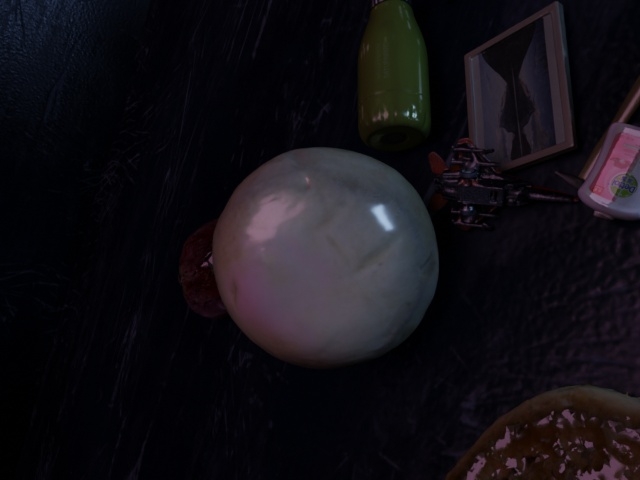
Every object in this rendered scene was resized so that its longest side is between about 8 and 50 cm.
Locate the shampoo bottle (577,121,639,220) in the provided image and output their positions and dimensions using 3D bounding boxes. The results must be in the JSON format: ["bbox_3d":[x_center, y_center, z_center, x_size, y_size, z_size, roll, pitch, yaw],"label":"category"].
[{"bbox_3d":[0.323,-0.068,0.560,0.072,0.043,0.099,31,104,30],"label":"shampoo bottle"}]

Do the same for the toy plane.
[{"bbox_3d":[0.222,-0.062,0.667,0.189,0.061,0.130,18,123,42],"label":"toy plane"}]

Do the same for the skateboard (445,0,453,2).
[{"bbox_3d":[0.220,-0.452,0.806,0.080,0.067,0.152,2,77,42],"label":"skateboard"}]

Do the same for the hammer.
[{"bbox_3d":[0.341,-0.146,0.593,0.062,0.013,0.199,45,114,48],"label":"hammer"}]

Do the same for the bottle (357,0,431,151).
[{"bbox_3d":[0.114,-0.277,0.834,0.112,0.112,0.260,-17,66,47],"label":"bottle"}]

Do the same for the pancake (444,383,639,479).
[{"bbox_3d":[0.240,0.307,0.489,0.356,0.065,0.356,-33,40,33],"label":"pancake"}]

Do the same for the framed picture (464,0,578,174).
[{"bbox_3d":[0.257,-0.190,0.698,0.150,0.015,0.203,-18,65,52],"label":"framed picture"}]

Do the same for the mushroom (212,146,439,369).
[{"bbox_3d":[-0.005,-0.002,0.748,0.315,0.315,0.356,-40,58,37],"label":"mushroom"}]

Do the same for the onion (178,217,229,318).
[{"bbox_3d":[-0.223,0.040,1.147,0.283,0.120,0.227,-33,59,40],"label":"onion"}]
